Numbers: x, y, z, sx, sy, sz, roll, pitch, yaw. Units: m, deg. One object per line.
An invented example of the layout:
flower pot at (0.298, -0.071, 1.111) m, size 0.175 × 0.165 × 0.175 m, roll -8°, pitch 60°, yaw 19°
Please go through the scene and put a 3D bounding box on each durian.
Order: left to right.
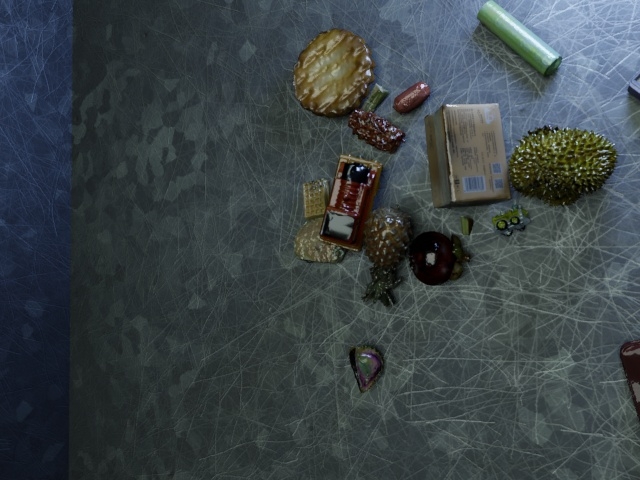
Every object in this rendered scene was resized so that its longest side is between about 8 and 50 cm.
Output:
durian at (0.170, 0.447, 1.883) m, size 0.108 × 0.119 × 0.186 m, roll -12°, pitch 97°, yaw -9°
durian at (0.694, -0.219, 1.502) m, size 0.293 × 0.258 × 0.258 m, roll 8°, pitch 94°, yaw 23°

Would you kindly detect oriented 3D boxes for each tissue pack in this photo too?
tissue pack at (0.448, -0.258, 1.672) m, size 0.239 × 0.239 × 0.305 m, roll -7°, pitch 87°, yaw 28°

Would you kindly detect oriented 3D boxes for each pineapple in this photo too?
pineapple at (0.214, 0.063, 1.801) m, size 0.175 × 0.175 × 0.361 m, roll 25°, pitch 122°, yaw 26°

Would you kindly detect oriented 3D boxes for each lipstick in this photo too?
lipstick at (0.618, -0.632, 1.628) m, size 0.076 × 0.076 × 0.304 m, roll -46°, pitch 71°, yaw 21°

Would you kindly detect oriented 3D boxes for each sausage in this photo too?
sausage at (0.312, -0.488, 1.795) m, size 0.141 × 0.076 × 0.076 m, roll -30°, pitch 77°, yaw 24°

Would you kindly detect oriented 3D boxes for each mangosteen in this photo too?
mangosteen at (0.390, 0.056, 1.716) m, size 0.200 × 0.200 × 0.199 m, roll 0°, pitch 90°, yaw 28°

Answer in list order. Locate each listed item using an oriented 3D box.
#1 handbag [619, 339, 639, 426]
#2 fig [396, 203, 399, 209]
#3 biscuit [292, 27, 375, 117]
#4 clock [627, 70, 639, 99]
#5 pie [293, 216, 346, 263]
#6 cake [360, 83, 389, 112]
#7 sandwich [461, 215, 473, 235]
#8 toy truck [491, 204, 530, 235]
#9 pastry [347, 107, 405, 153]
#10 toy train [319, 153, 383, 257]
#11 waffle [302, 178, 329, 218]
handbag at (0.988, 0.397, 1.432) m, size 0.260 × 0.084 × 0.275 m, roll -19°, pitch 82°, yaw 27°
fig at (0.247, -0.097, 1.854) m, size 0.083 × 0.050 × 0.050 m, roll -40°, pitch 72°, yaw 2°
biscuit at (0.052, -0.604, 1.919) m, size 0.326 × 0.107 × 0.325 m, roll 0°, pitch 89°, yaw 25°
clock at (0.975, -0.455, 1.438) m, size 0.144 × 0.073 × 0.193 m, roll 48°, pitch 111°, yaw 20°
pie at (-0.002, 0.000, 1.980) m, size 0.218 × 0.052 × 0.184 m, roll 7°, pitch 95°, yaw 29°
cake at (0.191, -0.499, 1.889) m, size 0.051 × 0.055 × 0.140 m, roll 50°, pitch 129°, yaw 18°
sandwich at (0.486, -0.058, 1.725) m, size 0.031 × 0.083 × 0.044 m, roll 20°, pitch 56°, yaw 32°
toy truck at (0.600, -0.067, 1.649) m, size 0.111 × 0.076 × 0.076 m, roll -25°, pitch 59°, yaw 25°
pastry at (0.195, -0.389, 1.844) m, size 0.209 × 0.097 × 0.115 m, roll 33°, pitch 113°, yaw 22°
toy train at (0.096, -0.114, 1.810) m, size 0.163 × 0.232 × 0.368 m, roll 15°, pitch 98°, yaw 10°
waffle at (-0.016, -0.157, 1.976) m, size 0.103 × 0.042 × 0.147 m, roll -11°, pitch 72°, yaw 28°
